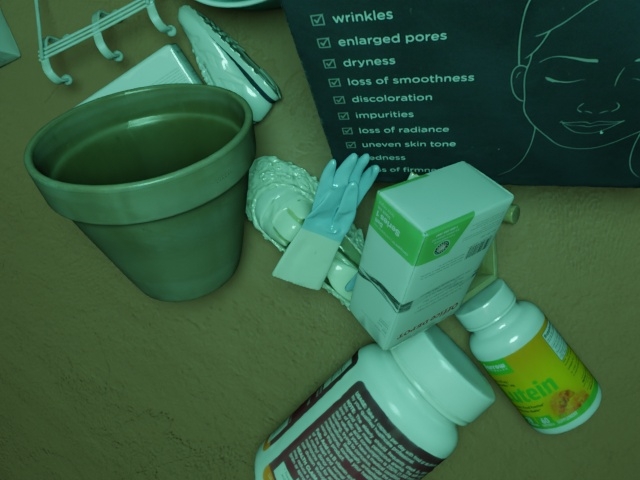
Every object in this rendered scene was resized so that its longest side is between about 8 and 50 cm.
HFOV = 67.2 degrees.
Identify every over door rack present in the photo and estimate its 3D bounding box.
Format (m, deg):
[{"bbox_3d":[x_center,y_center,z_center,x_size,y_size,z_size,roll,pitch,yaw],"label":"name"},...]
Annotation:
[{"bbox_3d":[-0.400,-0.460,0.855,0.239,0.108,0.324,-20,81,11],"label":"over door rack"}]

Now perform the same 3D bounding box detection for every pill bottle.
[{"bbox_3d":[0.090,0.325,0.838,0.224,0.224,0.392,44,102,0],"label":"pill bottle"},{"bbox_3d":[0.345,0.191,0.824,0.136,0.136,0.246,-39,92,12],"label":"pill bottle"}]

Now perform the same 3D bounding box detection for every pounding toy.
[{"bbox_3d":[0.242,-0.017,0.814,0.094,0.206,0.181,15,123,50],"label":"pounding toy"}]

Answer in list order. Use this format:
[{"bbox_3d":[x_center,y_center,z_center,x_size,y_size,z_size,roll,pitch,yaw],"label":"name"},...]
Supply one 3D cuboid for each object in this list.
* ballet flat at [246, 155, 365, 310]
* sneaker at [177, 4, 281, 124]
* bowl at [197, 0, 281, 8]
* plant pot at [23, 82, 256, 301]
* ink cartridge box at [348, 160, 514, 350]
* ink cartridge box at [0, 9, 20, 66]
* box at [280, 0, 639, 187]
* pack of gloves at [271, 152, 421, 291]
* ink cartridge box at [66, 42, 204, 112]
[{"bbox_3d":[0.000,0.000,0.845,0.409,0.147,0.147,42,102,0],"label":"ballet flat"},{"bbox_3d":[-0.178,-0.309,0.851,0.095,0.090,0.235,-42,90,21],"label":"sneaker"},{"bbox_3d":[-0.105,-0.500,0.759,0.311,0.163,0.311,1,96,12],"label":"bowl"},{"bbox_3d":[-0.246,-0.061,0.784,0.323,0.323,0.280,0,130,8],"label":"plant pot"},{"bbox_3d":[0.138,0.024,0.645,0.092,0.160,0.219,47,143,34],"label":"ink cartridge box"},{"bbox_3d":[-0.753,-0.385,0.859,0.270,0.198,0.197,-21,96,10],"label":"ink cartridge box"},{"bbox_3d":[0.222,-0.303,0.533,0.480,0.472,0.297,4,67,15],"label":"box"},{"bbox_3d":[0.060,-0.018,0.727,0.195,0.046,0.232,20,116,-17],"label":"pack of gloves"},{"bbox_3d":[-0.312,-0.187,0.900,0.275,0.060,0.239,-28,113,11],"label":"ink cartridge box"}]
